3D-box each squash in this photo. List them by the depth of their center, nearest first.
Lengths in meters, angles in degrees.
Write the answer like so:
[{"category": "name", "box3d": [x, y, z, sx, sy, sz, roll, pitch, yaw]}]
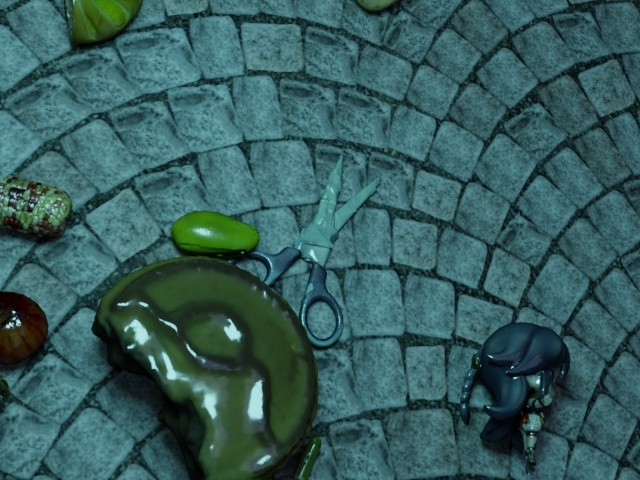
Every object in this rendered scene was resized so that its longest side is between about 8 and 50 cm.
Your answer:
[{"category": "squash", "box3d": [-0.022, 0.391, 1.556, 0.027, 0.027, 0.083, 27, 65, -7]}]

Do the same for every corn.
[{"category": "corn", "box3d": [-0.576, -0.074, 1.498, 0.290, 0.098, 0.098, 14, 69, -11]}]

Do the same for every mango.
[{"category": "mango", "box3d": [-0.192, -0.015, 1.600, 0.165, 0.074, 0.091, 1, 49, -11]}]

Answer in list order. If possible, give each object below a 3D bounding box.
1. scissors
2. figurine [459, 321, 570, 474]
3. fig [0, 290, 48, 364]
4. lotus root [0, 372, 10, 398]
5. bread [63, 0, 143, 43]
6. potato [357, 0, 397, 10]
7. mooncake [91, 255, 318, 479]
[{"category": "scissors", "box3d": [0.000, 0.000, 1.691, 0.256, 0.029, 0.383, 35, 65, -5]}, {"category": "figurine", "box3d": [0.373, 0.282, 1.643, 0.197, 0.175, 0.265, 35, 58, 1]}, {"category": "fig", "box3d": [-0.526, 0.138, 1.429, 0.128, 0.150, 0.128, -10, 62, 19]}, {"category": "lotus root", "box3d": [-0.636, 0.273, 1.343, 0.303, 0.131, 0.146, -21, 79, -20]}, {"category": "bread", "box3d": [-0.410, -0.505, 1.660, 0.156, 0.158, 0.260, -4, 76, -22]}, {"category": "potato", "box3d": [0.145, -0.608, 1.883, 0.161, 0.128, 0.235, 45, 71, 5]}, {"category": "mooncake", "box3d": [-0.204, 0.232, 1.440, 0.394, 0.246, 0.393, 23, 61, -13]}]
